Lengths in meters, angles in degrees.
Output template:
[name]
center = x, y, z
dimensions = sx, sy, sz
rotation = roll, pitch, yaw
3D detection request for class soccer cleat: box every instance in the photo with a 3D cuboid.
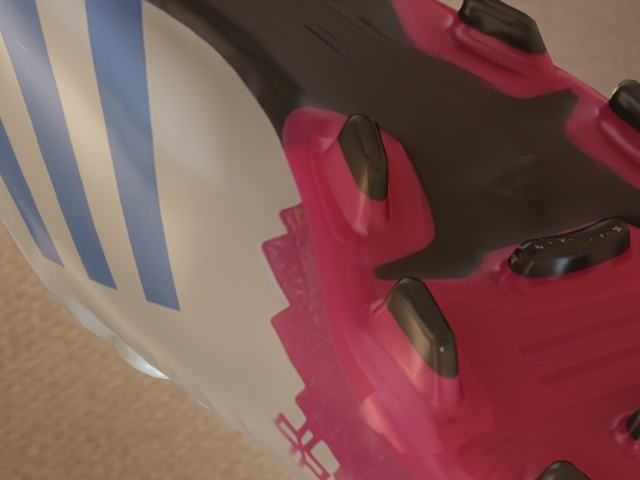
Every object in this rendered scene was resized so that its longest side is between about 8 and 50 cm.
[soccer cleat]
center = 0.000, 0.000, 0.489
dimensions = 0.116, 0.143, 0.331
rotation = -20, 54, -32
